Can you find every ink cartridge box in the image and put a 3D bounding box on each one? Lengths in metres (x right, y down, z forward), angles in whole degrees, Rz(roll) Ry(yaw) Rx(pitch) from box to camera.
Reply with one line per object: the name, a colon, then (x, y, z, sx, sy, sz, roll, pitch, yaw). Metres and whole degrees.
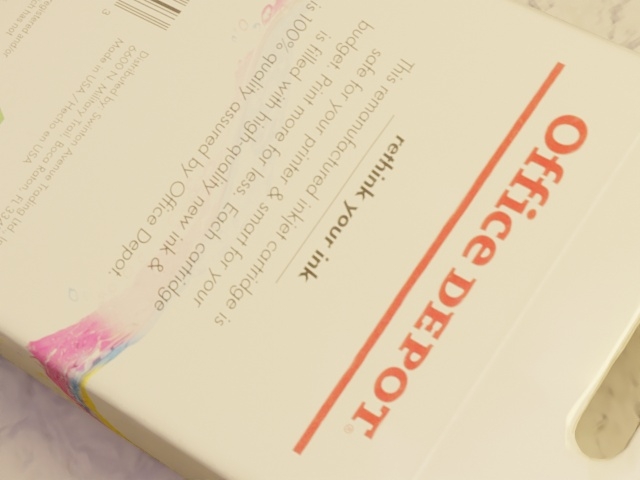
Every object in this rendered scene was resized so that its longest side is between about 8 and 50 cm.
ink cartridge box: (0.000, 0.000, 0.556, 0.353, 0.119, 0.207, 29, 74, 24)
